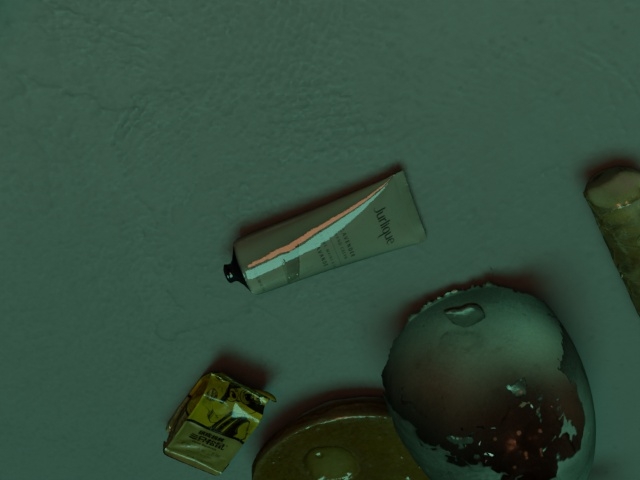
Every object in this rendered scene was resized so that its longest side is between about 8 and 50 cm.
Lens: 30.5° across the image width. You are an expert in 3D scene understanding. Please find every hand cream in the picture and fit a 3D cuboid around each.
[{"bbox_3d":[0.000,0.000,1.074,0.186,0.054,0.087,-20,129,5],"label":"hand cream"}]

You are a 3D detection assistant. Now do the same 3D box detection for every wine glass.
[{"bbox_3d":[0.192,0.210,1.151,0.190,0.190,0.357,-18,129,12],"label":"wine glass"}]

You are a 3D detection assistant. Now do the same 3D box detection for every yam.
[{"bbox_3d":[0.322,0.048,1.105,0.066,0.066,0.300,-25,123,16],"label":"yam"}]

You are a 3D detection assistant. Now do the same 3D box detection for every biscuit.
[{"bbox_3d":[0.031,0.235,1.243,0.208,0.049,0.181,-8,126,3],"label":"biscuit"}]

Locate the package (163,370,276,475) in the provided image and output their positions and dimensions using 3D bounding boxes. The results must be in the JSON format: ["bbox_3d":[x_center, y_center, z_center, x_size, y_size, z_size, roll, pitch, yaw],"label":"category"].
[{"bbox_3d":[-0.103,0.177,1.200,0.071,0.047,0.131,25,120,-16],"label":"package"}]
